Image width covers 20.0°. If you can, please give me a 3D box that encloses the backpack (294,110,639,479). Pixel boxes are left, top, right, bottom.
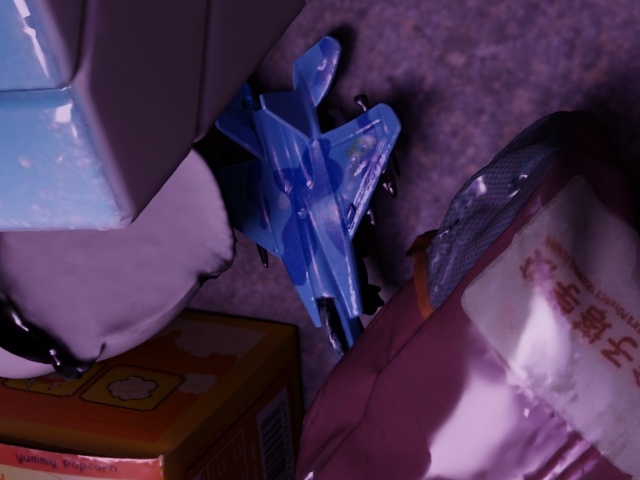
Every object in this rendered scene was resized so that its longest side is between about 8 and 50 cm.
[{"bbox_3d":[0.138,0.117,1.093,0.283,0.197,0.317,43,112,1],"label":"backpack"}]

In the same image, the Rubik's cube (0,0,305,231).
[{"bbox_3d":[-0.208,-0.213,0.957,0.316,0.319,0.322,1,126,27],"label":"Rubik's cube"}]

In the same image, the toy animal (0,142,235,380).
[{"bbox_3d":[-0.174,-0.002,1.197,0.165,0.187,0.235,58,157,-6],"label":"toy animal"}]

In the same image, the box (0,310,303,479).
[{"bbox_3d":[-0.163,0.212,1.291,0.259,0.214,0.283,6,114,23],"label":"box"}]

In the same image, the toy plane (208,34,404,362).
[{"bbox_3d":[0.004,-0.001,1.183,0.169,0.078,0.246,-19,97,33],"label":"toy plane"}]
